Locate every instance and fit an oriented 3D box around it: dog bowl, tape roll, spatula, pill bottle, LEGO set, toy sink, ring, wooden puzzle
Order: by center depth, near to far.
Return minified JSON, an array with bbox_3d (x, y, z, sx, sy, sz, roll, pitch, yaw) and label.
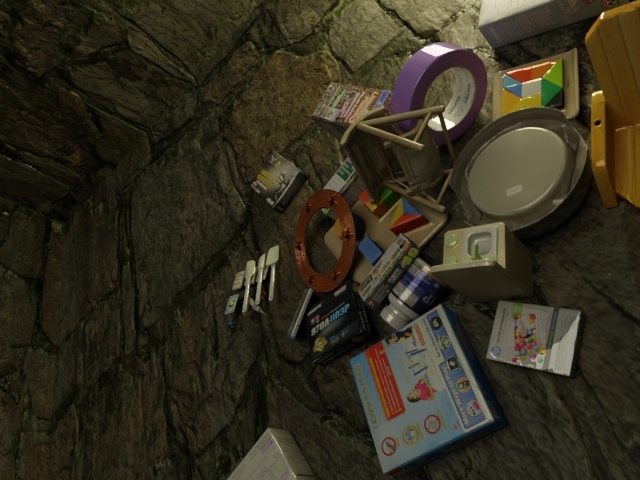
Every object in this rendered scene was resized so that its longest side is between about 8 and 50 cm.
[{"bbox_3d":[0.380,0.046,1.196,0.153,0.234,0.131,-12,60,40],"label":"toy sink"},{"bbox_3d":[0.500,-0.158,1.277,0.349,0.102,0.348,-28,47,35],"label":"dog bowl"},{"bbox_3d":[0.247,0.148,1.355,0.186,0.112,0.112,-54,42,7],"label":"pill bottle"},{"bbox_3d":[0.581,-0.407,1.400,0.239,0.044,0.220,-10,61,40],"label":"wooden puzzle"},{"bbox_3d":[0.342,-0.416,1.461,0.274,0.275,0.090,-52,42,8],"label":"tape roll"},{"bbox_3d":[0.174,-0.042,1.557,0.348,0.080,0.322,-50,43,11],"label":"wooden puzzle"},{"bbox_3d":[0.000,0.000,1.643,0.337,0.032,0.336,-7,82,54],"label":"ring"},{"bbox_3d":[-0.217,0.137,1.834,0.168,0.019,0.242,-24,41,24],"label":"spatula"},{"bbox_3d":[-0.262,0.209,1.870,0.183,0.060,0.244,-21,43,35],"label":"LEGO set"}]

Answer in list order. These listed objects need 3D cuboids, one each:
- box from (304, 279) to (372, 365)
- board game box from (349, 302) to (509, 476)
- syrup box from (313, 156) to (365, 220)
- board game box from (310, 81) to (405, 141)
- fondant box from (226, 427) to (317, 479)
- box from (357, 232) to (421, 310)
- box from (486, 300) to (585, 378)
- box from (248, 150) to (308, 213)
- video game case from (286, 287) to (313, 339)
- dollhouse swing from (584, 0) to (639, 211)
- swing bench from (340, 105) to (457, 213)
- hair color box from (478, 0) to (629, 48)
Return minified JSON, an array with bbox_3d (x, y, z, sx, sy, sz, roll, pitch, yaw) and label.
[{"bbox_3d":[0.047,0.246,1.513,0.220,0.051,0.175,-40,45,34],"label":"box"},{"bbox_3d":[0.248,0.366,1.250,0.302,0.086,0.308,-37,47,23],"label":"board game box"},{"bbox_3d":[0.095,-0.182,1.700,0.237,0.096,0.093,-52,44,10],"label":"syrup box"},{"bbox_3d":[0.156,-0.375,1.649,0.291,0.232,0.141,29,89,47],"label":"board game box"},{"bbox_3d":[-0.114,0.723,1.389,0.238,0.096,0.330,-53,42,7],"label":"fondant box"},{"bbox_3d":[0.185,0.083,1.399,0.207,0.036,0.114,-53,16,9],"label":"box"},{"bbox_3d":[0.481,0.218,1.147,0.186,0.038,0.145,3,70,46],"label":"box"},{"bbox_3d":[-0.169,-0.233,2.011,0.183,0.056,0.231,-55,42,6],"label":"box"},{"bbox_3d":[-0.067,0.232,1.632,0.119,0.015,0.166,148,144,-78],"label":"video game case"},{"bbox_3d":[0.714,-0.273,1.006,0.347,0.305,0.315,-7,63,41],"label":"dollhouse swing"},{"bbox_3d":[0.228,-0.228,1.416,0.255,0.253,0.165,11,60,36],"label":"swing bench"},{"bbox_3d":[0.655,-0.704,1.447,0.375,0.114,0.185,-5,65,43],"label":"hair color box"}]
